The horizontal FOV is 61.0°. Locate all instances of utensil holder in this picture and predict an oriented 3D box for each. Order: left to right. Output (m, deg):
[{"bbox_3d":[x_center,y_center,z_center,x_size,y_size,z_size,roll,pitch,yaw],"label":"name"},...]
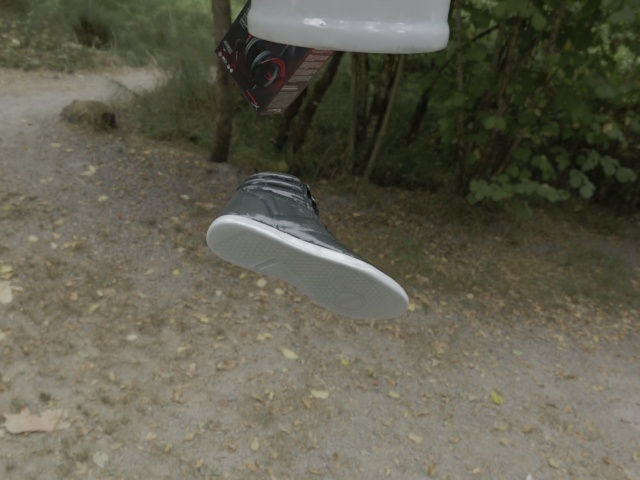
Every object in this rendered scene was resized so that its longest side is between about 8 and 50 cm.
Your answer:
[{"bbox_3d":[0.053,-0.501,0.807,0.328,0.385,0.327,2,26,-1],"label":"utensil holder"}]

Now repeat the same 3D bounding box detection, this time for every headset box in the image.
[{"bbox_3d":[-0.099,-0.487,1.328,0.110,0.293,0.218,-22,75,-51],"label":"headset box"}]

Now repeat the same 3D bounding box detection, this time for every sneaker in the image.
[{"bbox_3d":[0.000,0.000,0.751,0.296,0.104,0.146,26,43,-16],"label":"sneaker"}]
